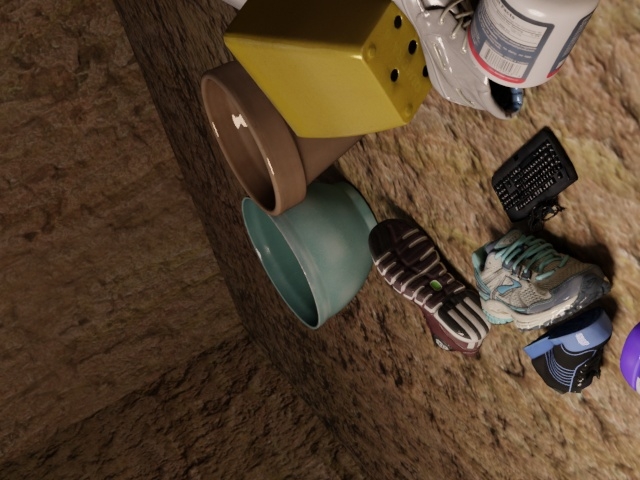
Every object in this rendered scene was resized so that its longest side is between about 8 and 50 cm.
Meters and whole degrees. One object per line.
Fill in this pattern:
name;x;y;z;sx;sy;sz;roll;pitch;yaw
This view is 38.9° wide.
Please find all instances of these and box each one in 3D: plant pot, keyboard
plant pot;0.046;-0.258;1.155;0.187;0.212;0.212;18;160;39
plant pot;-0.042;-0.205;1.513;0.263;0.229;0.263;53;162;25
plant pot;0.000;0.000;1.795;0.293;0.196;0.293;54;163;24
keyboard;0.265;-0.063;1.155;0.100;0.038;0.192;59;165;9

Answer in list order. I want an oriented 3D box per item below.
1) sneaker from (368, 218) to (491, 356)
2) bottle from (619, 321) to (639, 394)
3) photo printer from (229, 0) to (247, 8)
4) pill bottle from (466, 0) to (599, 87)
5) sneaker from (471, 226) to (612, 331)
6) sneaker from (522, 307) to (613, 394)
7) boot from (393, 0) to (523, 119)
sneaker;0.181;0.099;1.577;0.281;0.106;0.162;51;164;30
bottle;0.440;0.190;0.937;0.283;0.092;0.118;48;160;38
photo printer;-0.100;-0.393;1.334;0.307;0.107;0.256;33;-172;19
pill bottle;0.214;-0.239;0.883;0.108;0.108;0.180;57;163;16
sneaker;0.270;0.046;1.199;0.122;0.110;0.283;65;164;-2
sneaker;0.345;0.154;1.210;0.090;0.081;0.232;56;170;9
boot;0.166;-0.251;1.040;0.123;0.095;0.258;35;165;44
